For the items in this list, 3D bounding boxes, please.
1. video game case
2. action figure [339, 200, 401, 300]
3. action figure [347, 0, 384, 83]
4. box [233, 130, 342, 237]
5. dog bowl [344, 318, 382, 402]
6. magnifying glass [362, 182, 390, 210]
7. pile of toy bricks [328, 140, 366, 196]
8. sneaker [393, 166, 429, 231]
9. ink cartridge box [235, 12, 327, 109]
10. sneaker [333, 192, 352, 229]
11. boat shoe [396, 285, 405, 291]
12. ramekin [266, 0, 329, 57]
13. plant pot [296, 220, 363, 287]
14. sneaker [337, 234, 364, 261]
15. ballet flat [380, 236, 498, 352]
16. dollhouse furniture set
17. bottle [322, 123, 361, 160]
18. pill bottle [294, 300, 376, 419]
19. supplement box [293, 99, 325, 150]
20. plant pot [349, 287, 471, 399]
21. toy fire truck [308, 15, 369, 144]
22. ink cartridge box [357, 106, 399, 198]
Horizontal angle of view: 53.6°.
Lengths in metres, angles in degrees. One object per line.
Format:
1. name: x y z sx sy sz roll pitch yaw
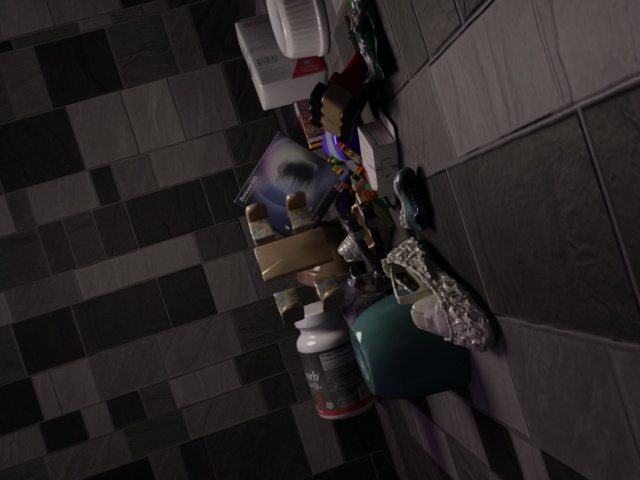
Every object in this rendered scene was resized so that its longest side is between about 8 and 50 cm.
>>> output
1. video game case: 0.162 0.198 1.962 0.274 0.196 0.026 -117 13 -50
2. action figure: 0.151 0.043 1.697 0.284 0.185 0.099 68 164 -15
3. action figure: 0.095 -0.470 1.409 0.137 0.064 0.232 -129 26 -79
4. box: -0.108 -0.175 2.230 0.294 0.296 0.183 32 175 -6
5. dog bowl: 0.199 0.361 2.269 0.408 0.151 0.407 161 90 -82
6. magnifying glass: 0.143 -0.120 1.683 0.092 0.026 0.231 53 -165 6
7. pile of toy bricks: 0.062 -0.204 1.754 0.105 0.118 0.212 41 -175 16
8. sneaker: 0.218 -0.091 1.452 0.076 0.065 0.166 35 148 51
9. ink cartridge box: -0.130 -0.603 2.093 0.131 0.226 0.306 87 164 -60
10. sneaker: 0.102 -0.103 2.285 0.071 0.068 0.169 34 152 51
11. boat shoe: 0.262 0.217 1.831 0.184 0.066 0.063 60 169 14
12. ramekin: -0.075 -0.675 1.899 0.273 0.127 0.272 163 90 -83
13. plant pot: 0.038 0.046 2.448 0.263 0.263 0.229 -134 44 -74
14. sneaker: 0.116 0.013 2.172 0.232 0.115 0.090 82 167 -54
15. ballet flat: 0.248 0.133 1.434 0.409 0.147 0.146 -122 16 -59
16. dollhouse furniture set: 0.000 0.000 1.911 0.256 0.395 0.362 89 162 -65
17. bottle: 0.061 -0.299 1.920 0.283 0.092 0.118 -146 36 -78
18. pill bottle: 0.041 0.391 2.113 0.210 0.210 0.362 -155 48 -80
19. supplement box: -0.018 -0.414 2.188 0.081 0.104 0.188 173 79 -83
20. plant pot: 0.212 0.270 1.620 0.293 0.235 0.292 163 90 -82
21. toy fire truck: 0.066 -0.400 1.574 0.159 0.246 0.217 31 173 5
22. ink cartridge box: 0.145 -0.220 1.585 0.115 0.067 0.198 -115 10 -47
